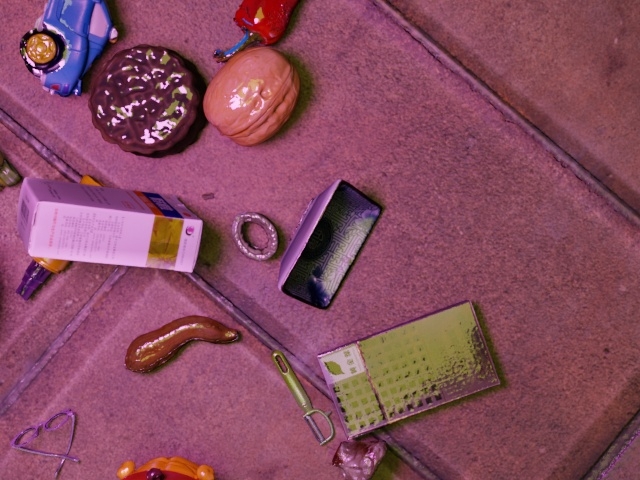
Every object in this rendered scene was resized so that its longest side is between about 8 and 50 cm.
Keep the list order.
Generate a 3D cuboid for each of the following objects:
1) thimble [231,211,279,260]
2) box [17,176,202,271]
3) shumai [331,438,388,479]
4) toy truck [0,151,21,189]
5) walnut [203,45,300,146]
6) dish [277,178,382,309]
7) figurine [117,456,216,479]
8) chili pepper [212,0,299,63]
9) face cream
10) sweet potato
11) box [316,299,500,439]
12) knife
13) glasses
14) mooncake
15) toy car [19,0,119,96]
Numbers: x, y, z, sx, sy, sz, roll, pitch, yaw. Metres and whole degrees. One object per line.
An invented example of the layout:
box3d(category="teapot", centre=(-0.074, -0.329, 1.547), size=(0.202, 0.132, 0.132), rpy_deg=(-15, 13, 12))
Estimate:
box3d(category="thimble", centre=(-0.130, -0.011, 1.871), size=(0.084, 0.062, 0.110), rpy_deg=(-45, 90, 1))
box3d(category="box", centre=(-0.392, -0.031, 1.742), size=(0.299, 0.200, 0.106), rpy_deg=(6, 104, -25))
box3d(category="shumai", centre=(0.073, 0.427, 1.859), size=(0.087, 0.099, 0.124), rpy_deg=(34, 107, 7))
box3d(category="toy truck", centre=(-0.697, -0.160, 1.803), size=(0.148, 0.187, 0.210), rpy_deg=(-36, 91, -4))
box3d(category="walnut", centre=(-0.127, -0.279, 1.822), size=(0.197, 0.165, 0.165), rpy_deg=(-42, 91, 1))
box3d(category="dish", centre=(0.000, 0.000, 1.843), size=(0.080, 0.182, 0.243), rpy_deg=(30, 91, 35))
box3d(category="figurine", centre=(-0.292, 0.555, 1.806), size=(0.320, 0.196, 0.323), rpy_deg=(0, 100, 6))
box3d(category="chili pepper", centre=(-0.074, -0.497, 1.854), size=(0.110, 0.110, 0.387), rpy_deg=(33, 87, -1))
box3d(category="face cream", centre=(-0.509, 0.001, 1.859), size=(0.078, 0.078, 0.273), rpy_deg=(36, 90, -1))
box3d(category="sweet potato", centre=(-0.281, 0.197, 1.874), size=(0.233, 0.062, 0.081), rpy_deg=(-19, 106, -4))
box3d(category="box", centre=(0.174, 0.256, 1.883), size=(0.325, 0.047, 0.180), rpy_deg=(-20, 90, -1))
box3d(category="knife", centre=(-0.033, 0.308, 1.897), size=(0.054, 0.015, 0.212), rpy_deg=(-31, 91, -1))
box3d(category="glasses", centre=(-0.532, 0.410, 1.888), size=(0.140, 0.062, 0.104), rpy_deg=(-29, 112, 0))
box3d(category="mooncake", centre=(-0.334, -0.272, 1.838), size=(0.228, 0.124, 0.228), rpy_deg=(0, 90, 1))
box3d(category="toy car", centre=(-0.466, -0.426, 1.809), size=(0.166, 0.198, 0.314), rpy_deg=(16, 89, -17))
